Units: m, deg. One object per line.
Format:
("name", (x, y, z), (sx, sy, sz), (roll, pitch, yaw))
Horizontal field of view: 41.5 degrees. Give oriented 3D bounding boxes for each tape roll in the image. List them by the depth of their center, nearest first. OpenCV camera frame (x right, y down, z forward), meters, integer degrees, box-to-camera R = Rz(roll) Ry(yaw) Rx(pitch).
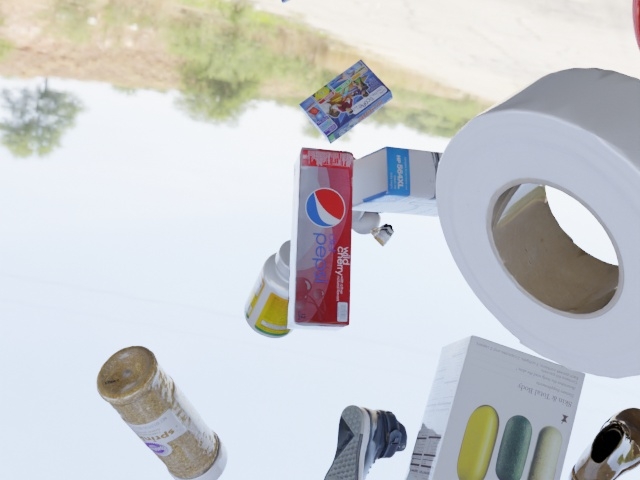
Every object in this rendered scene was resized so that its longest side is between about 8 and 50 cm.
("tape roll", (0.245, -0.013, 0.799), (0.100, 0.286, 0.286), (-34, -143, -29))

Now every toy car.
("toy car", (0.103, -0.112, 1.901), (0.136, 0.159, 0.182), (-18, 153, 24))

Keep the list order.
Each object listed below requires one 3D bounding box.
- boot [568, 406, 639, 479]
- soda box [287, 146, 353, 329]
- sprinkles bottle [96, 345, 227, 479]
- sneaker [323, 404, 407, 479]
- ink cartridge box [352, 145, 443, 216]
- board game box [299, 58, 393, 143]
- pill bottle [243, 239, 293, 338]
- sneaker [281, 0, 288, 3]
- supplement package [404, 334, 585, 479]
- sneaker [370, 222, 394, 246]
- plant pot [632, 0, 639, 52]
("boot", (0.654, 0.435, 1.842), (0.112, 0.115, 0.305), (30, -141, 30))
("soda box", (0.000, 0.000, 1.261), (0.083, 0.264, 0.092), (4, 169, -8))
("sprinkles bottle", (-0.295, 0.345, 1.615), (0.121, 0.355, 0.121), (-12, -134, 12))
("sneaker", (0.092, 0.438, 1.655), (0.086, 0.226, 0.163), (14, 179, 40))
("ink cartridge box", (0.161, -0.099, 1.472), (0.203, 0.086, 0.148), (4, 169, -28))
("board game box", (0.065, -0.355, 2.154), (0.136, 0.201, 0.035), (52, 177, 27))
("pill bottle", (-0.072, 0.094, 1.690), (0.117, 0.208, 0.118), (13, -134, -14))
("sneaker", (-0.038, -0.703, 1.969), (0.182, 0.128, 0.315), (-14, 153, 2))
("supplement package", (0.280, 0.320, 1.395), (0.199, 0.263, 0.198), (19, 166, -2))
("sneaker", (0.109, -0.012, 1.440), (0.032, 0.037, 0.083), (44, -176, -10))
("plant pot", (0.585, -0.311, 1.071), (0.243, 0.275, 0.275), (-7, -163, -23))
